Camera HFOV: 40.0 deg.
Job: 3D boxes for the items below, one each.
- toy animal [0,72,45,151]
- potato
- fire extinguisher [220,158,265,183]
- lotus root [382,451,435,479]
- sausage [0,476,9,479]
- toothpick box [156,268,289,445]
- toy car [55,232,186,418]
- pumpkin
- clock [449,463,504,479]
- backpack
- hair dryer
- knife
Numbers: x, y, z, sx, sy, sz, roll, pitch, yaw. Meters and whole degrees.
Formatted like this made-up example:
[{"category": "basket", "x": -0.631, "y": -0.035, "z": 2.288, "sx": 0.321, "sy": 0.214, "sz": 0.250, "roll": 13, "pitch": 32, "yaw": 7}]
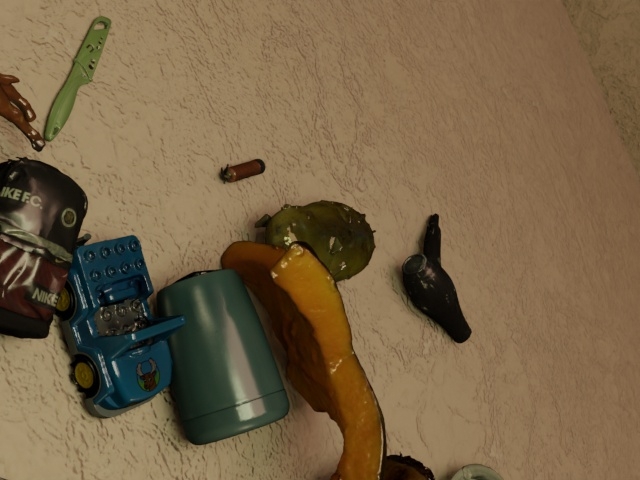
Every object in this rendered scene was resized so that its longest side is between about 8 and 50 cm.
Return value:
[{"category": "toy animal", "x": -0.378, "y": -0.092, "z": 0.809, "sx": 0.230, "sy": 0.066, "sz": 0.224, "roll": 37, "pitch": 67, "yaw": -48}, {"category": "potato", "x": 0.000, "y": 0.000, "z": 1.202, "sx": 0.226, "sy": 0.090, "sz": 0.117, "roll": 1, "pitch": 66, "yaw": -56}, {"category": "fire extinguisher", "x": -0.106, "y": -0.094, "z": 1.172, "sx": 0.083, "sy": 0.022, "sz": 0.028, "roll": -23, "pitch": 129, "yaw": -52}, {"category": "lotus root", "x": 0.051, "y": 0.366, "z": 1.043, "sx": 0.141, "sy": 0.169, "sz": 0.314, "roll": 45, "pitch": 42, "yaw": -9}, {"category": "sausage", "x": -0.286, "y": 0.235, "z": 0.797, "sx": 0.253, "sy": 0.034, "sz": 0.034, "roll": 35, "pitch": 49, "yaw": -36}, {"category": "toothpick box", "x": -0.115, "y": 0.126, "z": 0.988, "sx": 0.120, "sy": 0.120, "sz": 0.184, "roll": -7, "pitch": 76, "yaw": -52}, {"category": "toy car", "x": -0.205, "y": 0.080, "z": 0.910, "sx": 0.097, "sy": 0.100, "sz": 0.191, "roll": -17, "pitch": 91, "yaw": -55}, {"category": "pumpkin", "x": -0.012, "y": 0.132, "z": 1.034, "sx": 0.095, "sy": 0.258, "sz": 0.290, "roll": -22, "pitch": 96, "yaw": -15}, {"category": "clock", "x": 0.236, "y": 0.458, "z": 1.326, "sx": 0.236, "sy": 0.053, "sz": 0.236, "roll": 27, "pitch": 52, "yaw": -41}, {"category": "backpack", "x": -0.283, "y": 0.005, "z": 0.819, "sx": 0.120, "sy": 0.106, "sz": 0.165, "roll": 23, "pitch": 78, "yaw": -39}, {"category": "hair dryer", "x": 0.199, "y": 0.041, "z": 1.472, "sx": 0.195, "sy": 0.075, "sz": 0.219, "roll": 52, "pitch": 32, "yaw": -38}, {"category": "knife", "x": -0.276, "y": -0.189, "z": 1.013, "sx": 0.030, "sy": 0.014, "sz": 0.207, "roll": 38, "pitch": 47, "yaw": -33}]
